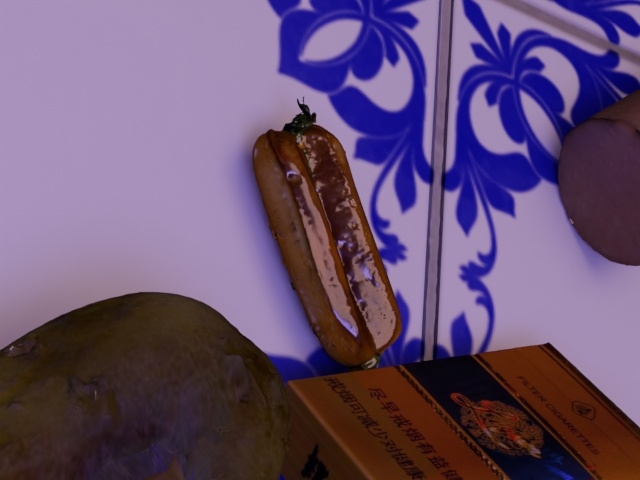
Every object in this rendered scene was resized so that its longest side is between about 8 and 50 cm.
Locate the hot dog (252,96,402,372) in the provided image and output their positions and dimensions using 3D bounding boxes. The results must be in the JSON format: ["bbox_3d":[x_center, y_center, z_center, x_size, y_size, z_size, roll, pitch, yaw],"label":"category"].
[{"bbox_3d":[0.000,0.000,1.020,0.072,0.055,0.188,-14,82,-42],"label":"hot dog"}]

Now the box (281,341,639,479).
[{"bbox_3d":[0.103,0.145,0.988,0.237,0.070,0.152,-3,35,-38],"label":"box"}]

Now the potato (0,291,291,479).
[{"bbox_3d":[-0.133,0.148,0.797,0.307,0.173,0.210,-42,98,-35],"label":"potato"}]

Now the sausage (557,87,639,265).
[{"bbox_3d":[0.308,-0.081,1.231,0.253,0.123,0.123,-28,92,-38],"label":"sausage"}]
